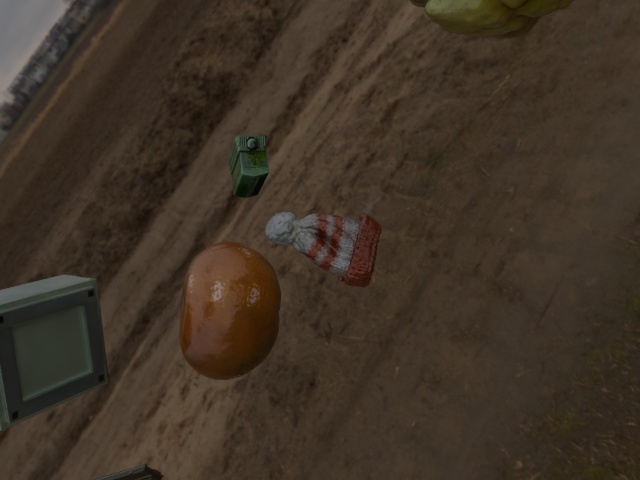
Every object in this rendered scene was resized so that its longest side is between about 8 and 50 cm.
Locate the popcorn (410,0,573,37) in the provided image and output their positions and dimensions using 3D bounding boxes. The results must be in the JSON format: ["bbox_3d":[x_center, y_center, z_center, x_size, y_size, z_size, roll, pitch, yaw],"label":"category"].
[{"bbox_3d":[0.134,-0.325,0.488,0.252,0.286,0.215,-23,-6,-44],"label":"popcorn"}]

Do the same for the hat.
[{"bbox_3d":[0.000,0.000,0.808,0.093,0.163,0.112,124,164,-61],"label":"hat"}]

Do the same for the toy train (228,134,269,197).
[{"bbox_3d":[-0.086,-0.090,0.670,0.093,0.038,0.056,137,126,-68],"label":"toy train"}]

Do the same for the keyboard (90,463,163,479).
[{"bbox_3d":[-0.300,0.355,0.812,0.129,0.049,0.015,-20,41,10],"label":"keyboard"}]

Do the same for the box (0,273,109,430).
[{"bbox_3d":[-0.540,0.202,1.060,0.118,0.225,0.224,3,102,33],"label":"box"}]

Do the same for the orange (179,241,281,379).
[{"bbox_3d":[-0.156,0.122,0.972,0.240,0.171,0.240,-173,90,-72],"label":"orange"}]
